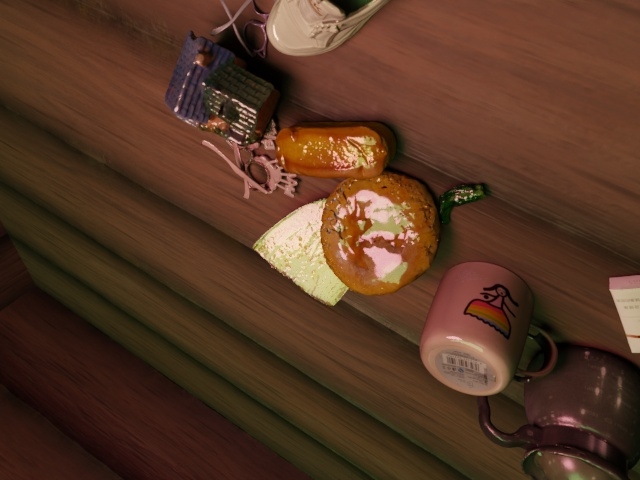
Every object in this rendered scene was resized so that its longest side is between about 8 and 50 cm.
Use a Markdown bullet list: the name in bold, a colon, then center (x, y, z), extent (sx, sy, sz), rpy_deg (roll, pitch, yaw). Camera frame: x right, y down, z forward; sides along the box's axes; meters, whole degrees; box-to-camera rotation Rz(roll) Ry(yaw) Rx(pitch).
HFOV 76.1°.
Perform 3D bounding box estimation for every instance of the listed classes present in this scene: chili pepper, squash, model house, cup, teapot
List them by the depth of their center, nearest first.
- **chili pepper**: center (0.249, -0.070, 0.758), extent (0.055, 0.035, 0.118), rpy_deg (39, 140, -2)
- **model house**: center (-0.184, -0.270, 0.758), extent (0.182, 0.172, 0.167), rpy_deg (27, 102, -3)
- **teapot**: center (0.468, 0.350, 0.780), extent (0.305, 0.285, 0.223), rpy_deg (39, 139, -1)
- **cup**: center (0.332, 0.192, 0.805), extent (0.252, 0.200, 0.192), rpy_deg (28, 137, 12)
- **squash**: center (0.000, 0.000, 0.917), extent (0.236, 0.204, 0.155), rpy_deg (37, 161, -1)

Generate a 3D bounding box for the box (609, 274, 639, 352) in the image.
- **box**: center (0.564, 0.128, 0.700), extent (0.083, 0.040, 0.154), rpy_deg (-15, 117, 40)

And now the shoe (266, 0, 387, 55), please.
- **shoe**: center (0.011, -0.354, 0.592), extent (0.316, 0.159, 0.124), rpy_deg (-18, 115, 41)

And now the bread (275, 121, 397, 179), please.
- **bread**: center (0.023, -0.178, 0.789), extent (0.245, 0.094, 0.102), rpy_deg (10, 126, 30)

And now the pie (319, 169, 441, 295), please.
- **pie**: center (0.109, -0.013, 0.828), extent (0.273, 0.069, 0.274), rpy_deg (4, 101, 24)

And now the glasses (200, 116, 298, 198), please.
- **glasses**: center (-0.151, -0.191, 0.904), extent (0.162, 0.095, 0.256), rpy_deg (-9, 123, 29)

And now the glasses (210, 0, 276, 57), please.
- **glasses**: center (-0.133, -0.379, 0.713), extent (0.062, 0.104, 0.140), rpy_deg (37, 135, 6)
